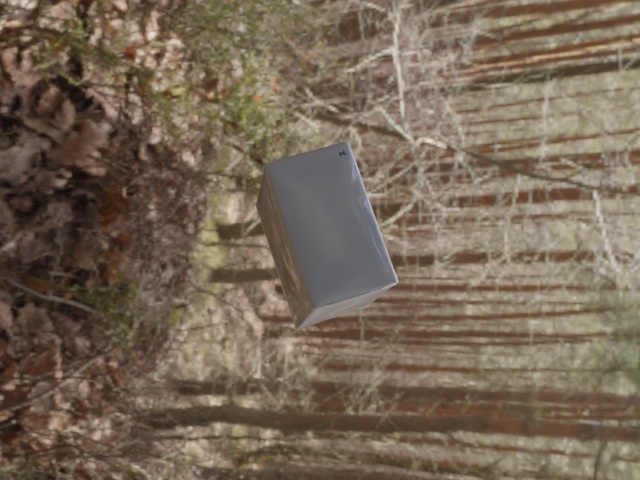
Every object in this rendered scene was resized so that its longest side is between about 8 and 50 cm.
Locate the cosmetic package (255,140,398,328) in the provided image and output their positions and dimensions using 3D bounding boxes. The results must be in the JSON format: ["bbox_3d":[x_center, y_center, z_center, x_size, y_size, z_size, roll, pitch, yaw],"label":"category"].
[{"bbox_3d":[0.000,0.000,1.300,0.224,0.138,0.224,122,-50,-74],"label":"cosmetic package"}]
